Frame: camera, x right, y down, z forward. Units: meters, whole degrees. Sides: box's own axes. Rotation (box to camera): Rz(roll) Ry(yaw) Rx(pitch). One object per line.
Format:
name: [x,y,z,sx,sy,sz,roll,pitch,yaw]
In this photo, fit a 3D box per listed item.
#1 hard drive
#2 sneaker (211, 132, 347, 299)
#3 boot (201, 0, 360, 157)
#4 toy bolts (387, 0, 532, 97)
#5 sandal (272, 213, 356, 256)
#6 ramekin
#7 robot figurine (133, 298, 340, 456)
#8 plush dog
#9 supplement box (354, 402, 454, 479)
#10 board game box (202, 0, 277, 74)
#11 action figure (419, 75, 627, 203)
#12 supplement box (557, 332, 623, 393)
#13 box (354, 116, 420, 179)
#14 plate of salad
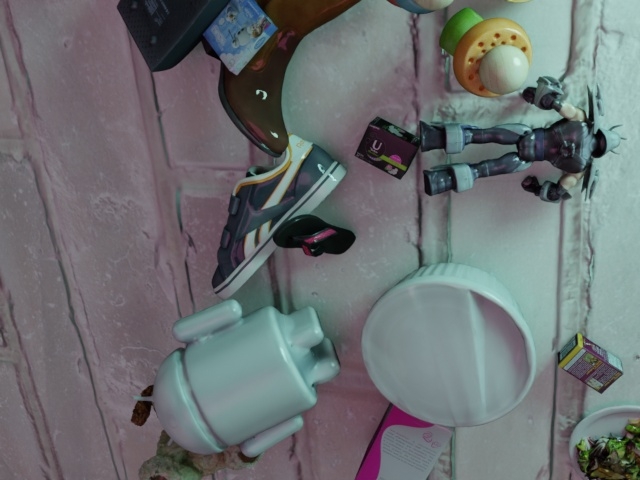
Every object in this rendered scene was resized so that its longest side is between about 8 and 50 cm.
hard drive: [-0.200,-0.393,0.925,0.255,0.054,0.172,-43,65,26]
sneaker: [-0.103,-0.043,1.040,0.127,0.126,0.321,41,108,-6]
boot: [-0.025,-0.293,0.900,0.280,0.096,0.264,-28,69,25]
toy bolts: [0.199,-0.308,0.756,0.229,0.158,0.218,25,116,-19]
sandal: [0.000,0.000,0.996,0.067,0.179,0.040,-51,52,24]
ramekin: [0.213,0.160,1.009,0.273,0.127,0.272,8,114,17]
robot figurine: [-0.144,0.250,1.096,0.354,0.200,0.299,-25,103,0]
plush dog: [-0.256,0.368,1.263,0.263,0.210,0.225,-22,89,-2]
supplement box: [0.159,0.367,1.126,0.111,0.114,0.220,26,119,9]
board game box: [-0.118,-0.302,0.888,0.090,0.020,0.090,-45,63,18]
action figure: [0.288,-0.136,0.876,0.285,0.099,0.185,-4,104,9]
supplement box: [0.436,0.198,0.992,0.083,0.043,0.055,34,119,4]
box: [0.107,-0.145,0.959,0.083,0.052,0.062,29,119,8]
plate of salad: [0.524,0.366,1.030,0.200,0.048,0.199,7,115,16]
